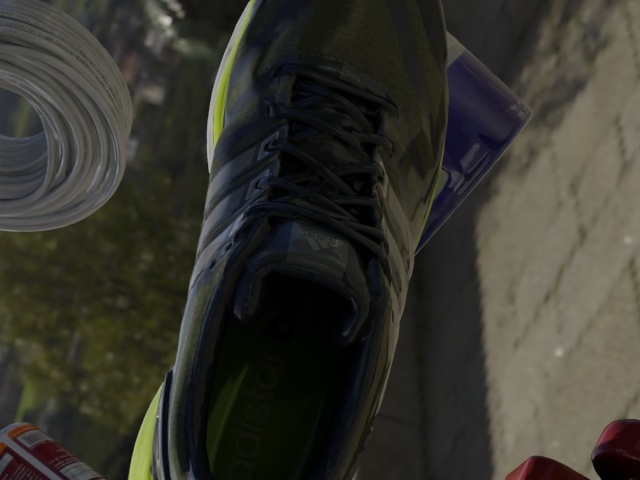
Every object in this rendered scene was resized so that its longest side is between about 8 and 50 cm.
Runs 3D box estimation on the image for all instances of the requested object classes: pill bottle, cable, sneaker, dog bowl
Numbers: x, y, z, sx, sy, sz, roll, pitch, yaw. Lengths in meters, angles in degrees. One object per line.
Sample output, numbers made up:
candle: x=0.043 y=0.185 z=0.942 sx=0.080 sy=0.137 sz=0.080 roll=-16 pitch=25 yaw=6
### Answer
pill bottle: x=-0.235 y=0.236 z=1.540 sx=0.086 sy=0.152 sz=0.086 roll=-42 pitch=-29 yaw=-30
cable: x=-0.309 y=-0.120 z=1.662 sx=0.257 sy=0.257 sz=0.089 roll=-39 pitch=24 yaw=34
sneaker: x=0.000 y=0.000 z=0.695 sx=0.121 sy=0.111 sz=0.300 roll=129 pitch=152 yaw=-73
dog bowl: x=0.045 y=-0.037 z=1.359 sx=0.265 sy=0.104 sz=0.265 roll=-48 pitch=-1 yaw=-1

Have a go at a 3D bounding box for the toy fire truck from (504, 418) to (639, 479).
toy fire truck: x=0.276 y=0.292 z=1.443 sx=0.169 sy=0.302 sz=0.254 roll=-60 pitch=-1 yaw=-25
